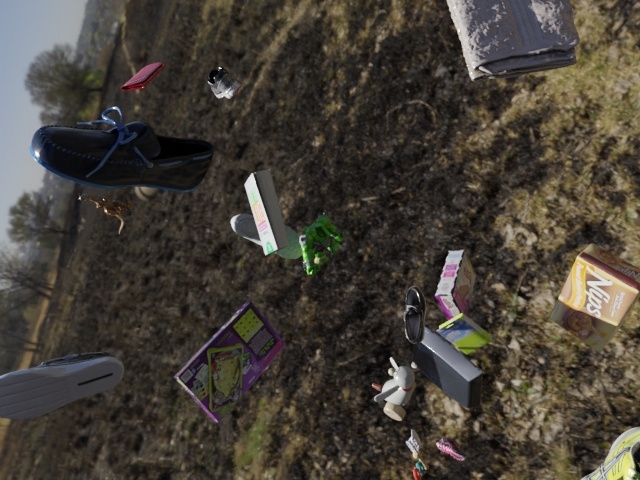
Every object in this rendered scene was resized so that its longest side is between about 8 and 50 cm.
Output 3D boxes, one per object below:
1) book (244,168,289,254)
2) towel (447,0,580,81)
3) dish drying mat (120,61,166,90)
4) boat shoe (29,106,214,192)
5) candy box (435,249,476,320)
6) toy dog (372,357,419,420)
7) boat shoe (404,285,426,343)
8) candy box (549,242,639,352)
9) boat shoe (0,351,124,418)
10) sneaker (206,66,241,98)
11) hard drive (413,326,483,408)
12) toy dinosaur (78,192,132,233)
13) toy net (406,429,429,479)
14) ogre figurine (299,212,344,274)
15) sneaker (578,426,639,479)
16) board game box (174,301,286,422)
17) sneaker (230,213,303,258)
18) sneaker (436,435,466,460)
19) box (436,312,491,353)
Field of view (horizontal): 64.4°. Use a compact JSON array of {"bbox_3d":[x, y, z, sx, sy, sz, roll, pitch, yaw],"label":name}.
[{"bbox_3d":[-0.102,-0.049,0.953,0.096,0.035,0.144,-24,83,67],"label":"book"},{"bbox_3d":[0.322,-0.405,0.885,0.049,0.187,0.282,77,-176,-66],"label":"towel"},{"bbox_3d":[-0.223,-0.209,0.645,0.083,0.032,0.008,-83,-18,-53],"label":"dish drying mat"},{"bbox_3d":[-0.256,-0.131,0.693,0.089,0.258,0.109,-47,72,24],"label":"boat shoe"},{"bbox_3d":[0.528,0.173,1.970,0.071,0.159,0.233,-6,42,36],"label":"candy box"},{"bbox_3d":[0.270,0.536,1.913,0.220,0.160,0.334,-50,-27,-47],"label":"toy dog"},{"bbox_3d":[0.204,0.162,1.114,0.046,0.038,0.125,-2,79,29],"label":"boat shoe"},{"bbox_3d":[0.844,0.180,1.557,0.183,0.087,0.317,38,148,33],"label":"candy box"},{"bbox_3d":[-0.693,0.370,1.323,0.119,0.335,0.121,9,101,54],"label":"boat shoe"},{"bbox_3d":[-0.263,-0.420,1.338,0.063,0.075,0.170,-47,29,-2],"label":"sneaker"},{"bbox_3d":[0.376,0.384,1.545,0.254,0.054,0.172,37,145,45],"label":"hard drive"},{"bbox_3d":[-0.592,-0.090,1.455,0.112,0.211,0.064,5,65,24],"label":"toy dinosaur"},{"bbox_3d":[0.318,0.749,1.700,0.045,0.122,0.232,-33,44,22],"label":"toy net"},{"bbox_3d":[0.000,0.000,1.522,0.197,0.118,0.096,-37,27,-24],"label":"ogre figurine"},{"bbox_3d":[0.704,0.583,1.198,0.145,0.147,0.385,34,67,26],"label":"sneaker"},{"bbox_3d":[-0.288,0.394,1.680,0.347,0.208,0.056,-46,14,-34],"label":"board game box"},{"bbox_3d":[-0.157,-0.017,1.528,0.090,0.235,0.095,-64,18,-8],"label":"sneaker"},{"bbox_3d":[0.484,0.755,1.857,0.119,0.047,0.057,16,50,45],"label":"sneaker"},{"bbox_3d":[0.512,0.331,1.825,0.109,0.178,0.042,-39,26,30],"label":"box"}]
